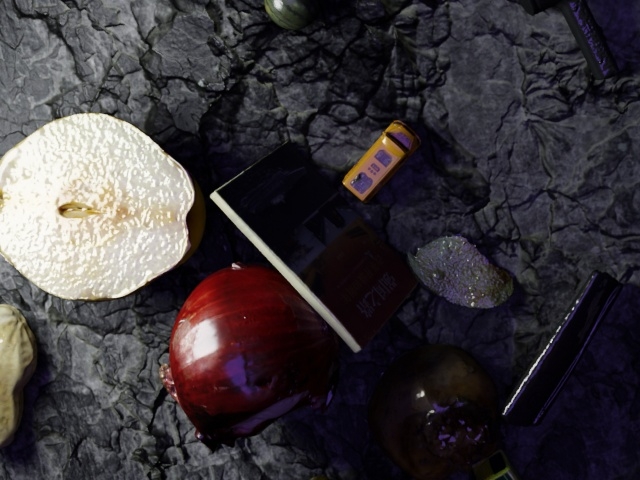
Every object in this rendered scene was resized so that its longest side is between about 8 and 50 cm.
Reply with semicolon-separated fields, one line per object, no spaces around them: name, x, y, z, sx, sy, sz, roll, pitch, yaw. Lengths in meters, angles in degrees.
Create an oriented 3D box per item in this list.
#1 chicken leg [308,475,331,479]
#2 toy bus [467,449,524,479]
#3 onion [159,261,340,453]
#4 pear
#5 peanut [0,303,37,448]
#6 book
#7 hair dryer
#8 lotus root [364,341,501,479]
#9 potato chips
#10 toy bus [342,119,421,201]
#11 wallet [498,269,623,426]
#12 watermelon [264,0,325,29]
chicken leg;0.003;0.683;1.755;0.201;0.153;0.429;16;103;16
toy bus;0.358;0.491;1.707;0.101;0.088;0.175;-34;105;8
onion;-0.119;0.196;1.621;0.341;0.341;0.341;0;95;5
pear;-0.399;-0.058;1.694;0.387;0.191;0.340;9;92;5
peanut;-0.627;0.269;1.775;0.130;0.130;0.290;12;98;4
book;0.000;0.000;1.645;0.374;0.262;0.028;46;128;1
hair dryer;0.482;-0.411;1.653;0.197;0.089;0.251;-25;101;4
lotus root;0.219;0.336;1.685;0.272;0.192;0.272;0;96;-3
potato chips;0.266;0.056;1.725;0.209;0.026;0.142;2;88;4
toy bus;0.115;-0.149;1.699;0.069;0.074;0.162;42;98;2
wallet;0.450;0.203;1.657;0.044;0.170;0.321;37;99;35
watermelon;-0.043;-0.438;1.681;0.133;0.105;0.105;37;97;-22
